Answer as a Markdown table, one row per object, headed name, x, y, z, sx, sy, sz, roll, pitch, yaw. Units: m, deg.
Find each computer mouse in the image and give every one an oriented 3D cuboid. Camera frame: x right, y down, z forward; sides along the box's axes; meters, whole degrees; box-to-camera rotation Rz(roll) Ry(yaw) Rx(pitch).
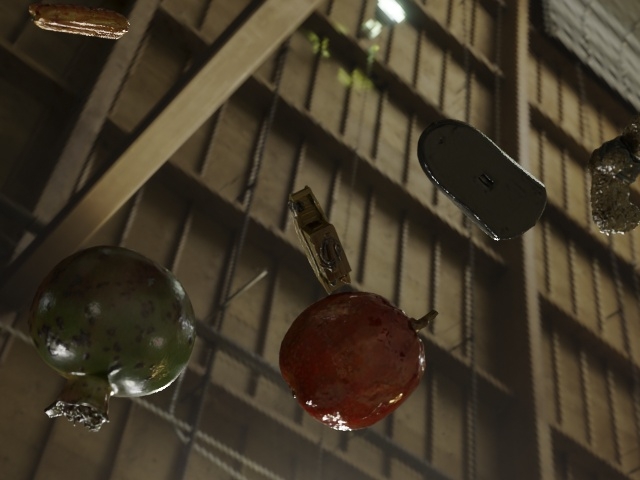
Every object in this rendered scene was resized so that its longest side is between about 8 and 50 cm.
| name | x | y | z | sx | sy | sz | roll | pitch | yaw |
| --- | --- | --- | --- | --- | --- | --- | --- | --- | --- |
| computer mouse | 0.294 | -0.117 | 1.883 | 0.269 | 0.137 | 0.086 | 41 | -176 | 1 |

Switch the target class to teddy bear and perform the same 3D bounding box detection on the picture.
| name | x | y | z | sx | sy | sz | roll | pitch | yaw |
| --- | --- | --- | --- | --- | --- | --- | --- | --- | --- |
| teddy bear | 0.560 | -0.133 | 1.870 | 0.129 | 0.251 | 0.182 | 35 | -153 | 25 |

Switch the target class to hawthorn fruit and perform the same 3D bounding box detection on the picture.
| name | x | y | z | sx | sy | sz | roll | pitch | yaw |
| --- | --- | --- | --- | --- | --- | --- | --- | --- | --- |
| hawthorn fruit | 0.067 | 0.170 | 1.544 | 0.205 | 0.253 | 0.205 | 53 | -172 | -11 |

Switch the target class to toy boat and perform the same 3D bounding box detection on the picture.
| name | x | y | z | sx | sy | sz | roll | pitch | yaw |
| --- | --- | --- | --- | --- | --- | --- | --- | --- | --- |
| toy boat | 0.000 | 0.000 | 1.691 | 0.201 | 0.057 | 0.077 | 67 | 167 | -23 |

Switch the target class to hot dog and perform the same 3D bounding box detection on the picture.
| name | x | y | z | sx | sy | sz | roll | pitch | yaw |
| --- | --- | --- | --- | --- | --- | --- | --- | --- | --- |
| hot dog | -0.345 | -0.318 | 1.449 | 0.144 | 0.062 | 0.038 | 2 | -93 | -31 |

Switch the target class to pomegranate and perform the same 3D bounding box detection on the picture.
| name | x | y | z | sx | sy | sz | roll | pitch | yaw |
| --- | --- | --- | --- | --- | --- | --- | --- | --- | --- |
| pomegranate | -0.157 | 0.066 | 0.761 | 0.130 | 0.130 | 0.130 | 30 | -140 | -28 |
